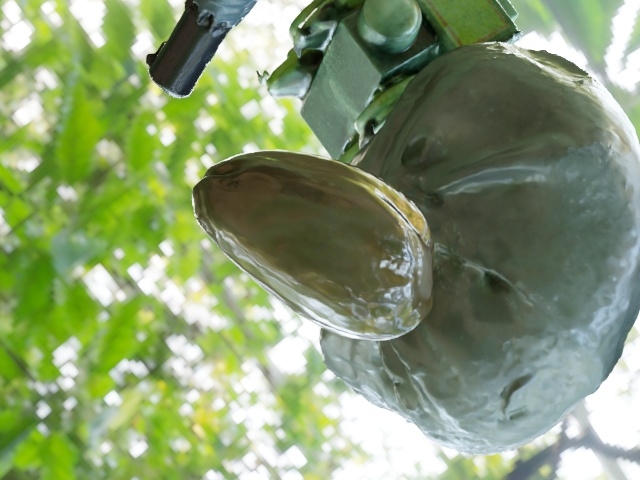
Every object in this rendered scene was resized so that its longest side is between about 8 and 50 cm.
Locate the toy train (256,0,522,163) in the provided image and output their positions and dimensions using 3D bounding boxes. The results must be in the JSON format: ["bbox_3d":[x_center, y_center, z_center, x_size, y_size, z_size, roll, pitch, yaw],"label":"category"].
[{"bbox_3d":[0.067,-0.169,1.752,0.188,0.159,0.271,-31,168,-21],"label":"toy train"}]

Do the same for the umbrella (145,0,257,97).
[{"bbox_3d":[-0.037,-0.197,1.167,0.250,0.052,0.053,-57,-150,20],"label":"umbrella"}]

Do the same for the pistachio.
[{"bbox_3d":[0.000,0.000,1.235,0.126,0.185,0.108,-37,-155,53],"label":"pistachio"}]

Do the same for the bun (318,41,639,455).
[{"bbox_3d":[0.116,-0.002,1.493,0.354,0.194,0.354,-25,-120,55],"label":"bun"}]
